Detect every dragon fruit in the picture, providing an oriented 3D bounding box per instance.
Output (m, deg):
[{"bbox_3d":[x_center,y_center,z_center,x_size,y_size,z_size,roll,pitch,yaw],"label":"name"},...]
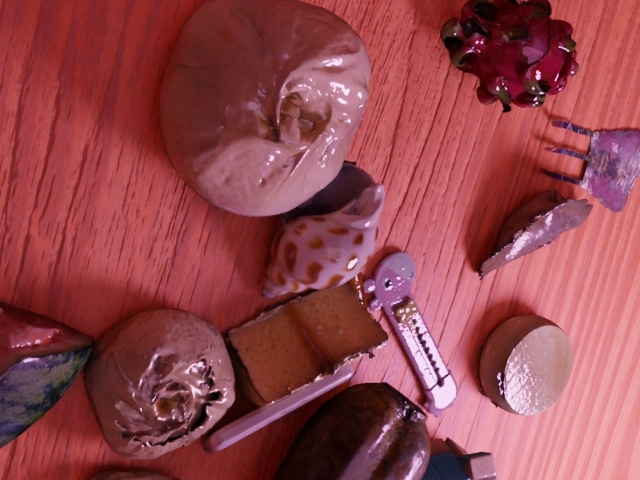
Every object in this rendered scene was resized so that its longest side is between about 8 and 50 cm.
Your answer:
[{"bbox_3d":[0.359,-0.368,1.363,0.272,0.198,0.218,34,113,-9],"label":"dragon fruit"}]

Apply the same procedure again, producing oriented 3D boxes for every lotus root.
[{"bbox_3d":[0.057,0.425,1.330,0.250,0.250,0.346,45,77,-29],"label":"lotus root"}]

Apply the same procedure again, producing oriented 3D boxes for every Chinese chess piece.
[{"bbox_3d":[0.459,0.278,1.605,0.237,0.092,0.238,-8,105,-29],"label":"Chinese chess piece"}]

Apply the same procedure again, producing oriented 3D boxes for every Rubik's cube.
[{"bbox_3d":[0.273,0.533,1.465,0.212,0.265,0.225,-4,117,-18],"label":"Rubik's cube"}]

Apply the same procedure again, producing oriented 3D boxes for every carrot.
[{"bbox_3d":[0.064,0.090,1.373,0.042,0.042,0.171,-23,115,-23],"label":"carrot"}]

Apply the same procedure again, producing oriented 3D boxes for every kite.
[{"bbox_3d":[0.627,-0.187,1.639,0.360,0.022,0.204,12,95,-35],"label":"kite"}]

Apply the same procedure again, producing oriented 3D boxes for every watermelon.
[{"bbox_3d":[-0.503,0.195,0.994,0.292,0.283,0.251,20,75,-6],"label":"watermelon"}]

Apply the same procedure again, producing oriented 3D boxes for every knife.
[{"bbox_3d":[0.203,0.204,1.476,0.132,0.038,0.399,-34,116,-16],"label":"knife"}]

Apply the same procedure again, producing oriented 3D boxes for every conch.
[{"bbox_3d":[0.000,0.000,1.253,0.274,0.183,0.149,-32,144,-8],"label":"conch"}]

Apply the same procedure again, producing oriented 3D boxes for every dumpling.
[{"bbox_3d":[0.463,-0.045,1.541,0.332,0.086,0.166,-28,145,-22],"label":"dumpling"}]

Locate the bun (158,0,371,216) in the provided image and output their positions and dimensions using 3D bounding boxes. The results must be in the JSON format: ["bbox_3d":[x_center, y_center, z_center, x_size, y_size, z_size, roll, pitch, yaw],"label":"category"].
[{"bbox_3d":[-0.078,-0.216,1.111,0.360,0.213,0.361,-3,98,-21],"label":"bun"}]

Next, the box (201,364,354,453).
[{"bbox_3d":[-0.077,0.301,1.286,0.285,0.142,0.044,-24,78,-22],"label":"box"}]

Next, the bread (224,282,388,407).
[{"bbox_3d":[-0.032,0.190,1.297,0.266,0.142,0.178,-22,70,-22],"label":"bread"}]

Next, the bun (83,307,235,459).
[{"bbox_3d":[-0.251,0.237,1.163,0.259,0.152,0.260,-6,103,-26],"label":"bun"}]

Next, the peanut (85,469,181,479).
[{"bbox_3d":[-0.317,0.430,1.209,0.174,0.080,0.080,11,95,-30],"label":"peanut"}]
